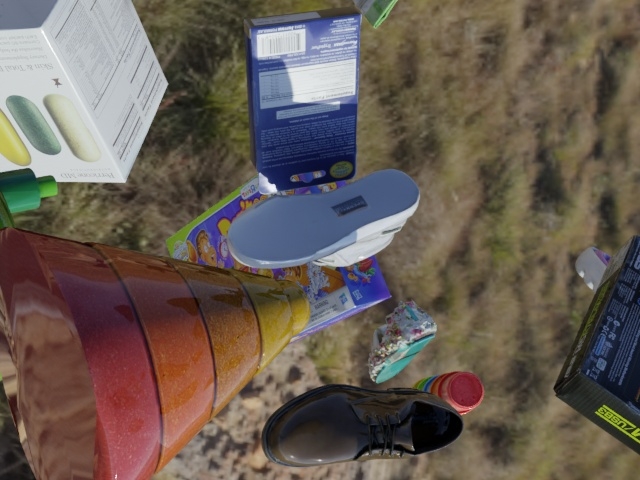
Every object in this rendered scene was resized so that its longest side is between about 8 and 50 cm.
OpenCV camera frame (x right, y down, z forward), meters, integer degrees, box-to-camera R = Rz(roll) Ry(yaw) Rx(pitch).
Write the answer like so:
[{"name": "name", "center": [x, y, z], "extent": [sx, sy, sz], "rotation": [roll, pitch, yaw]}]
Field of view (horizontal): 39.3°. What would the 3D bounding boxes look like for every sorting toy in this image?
[{"name": "sorting toy", "center": [-0.129, 0.009, 0.468], "extent": [0.126, 0.366, 0.127], "rotation": [-14, 113, -32]}]

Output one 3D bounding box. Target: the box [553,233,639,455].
[{"name": "box", "center": [0.299, 0.106, 0.721], "extent": [0.190, 0.184, 0.045], "rotation": [-51, 175, -44]}]

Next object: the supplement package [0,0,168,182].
[{"name": "supplement package", "center": [-0.359, -0.234, 1.179], "extent": [0.262, 0.200, 0.198], "rotation": [72, 25, -50]}]

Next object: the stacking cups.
[{"name": "stacking cups", "center": [0.230, 0.279, 1.645], "extent": [0.316, 0.096, 0.096], "rotation": [101, 2, -74]}]

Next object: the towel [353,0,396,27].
[{"name": "towel", "center": [0.086, -0.438, 1.471], "extent": [0.023, 0.113, 0.152], "rotation": [-3, 54, -44]}]

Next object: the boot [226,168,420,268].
[{"name": "boot", "center": [0.000, 0.000, 1.096], "extent": [0.258, 0.123, 0.095], "rotation": [-16, 62, -25]}]

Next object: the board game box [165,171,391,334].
[{"name": "board game box", "center": [-0.077, 0.038, 1.334], "extent": [0.078, 0.347, 0.233], "rotation": [-11, 76, -45]}]

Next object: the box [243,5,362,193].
[{"name": "box", "center": [-0.021, -0.167, 1.096], "extent": [0.137, 0.036, 0.225], "rotation": [-11, 126, -15]}]

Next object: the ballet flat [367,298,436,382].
[{"name": "ballet flat", "center": [0.126, 0.160, 1.457], "extent": [0.091, 0.241, 0.077], "rotation": [-20, 71, -24]}]

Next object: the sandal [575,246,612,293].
[{"name": "sandal", "center": [0.483, 0.108, 1.167], "extent": [0.169, 0.416, 0.102], "rotation": [21, 109, -37]}]

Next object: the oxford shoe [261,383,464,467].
[{"name": "oxford shoe", "center": [0.050, 0.193, 0.937], "extent": [0.227, 0.096, 0.082], "rotation": [-5, 91, -26]}]
